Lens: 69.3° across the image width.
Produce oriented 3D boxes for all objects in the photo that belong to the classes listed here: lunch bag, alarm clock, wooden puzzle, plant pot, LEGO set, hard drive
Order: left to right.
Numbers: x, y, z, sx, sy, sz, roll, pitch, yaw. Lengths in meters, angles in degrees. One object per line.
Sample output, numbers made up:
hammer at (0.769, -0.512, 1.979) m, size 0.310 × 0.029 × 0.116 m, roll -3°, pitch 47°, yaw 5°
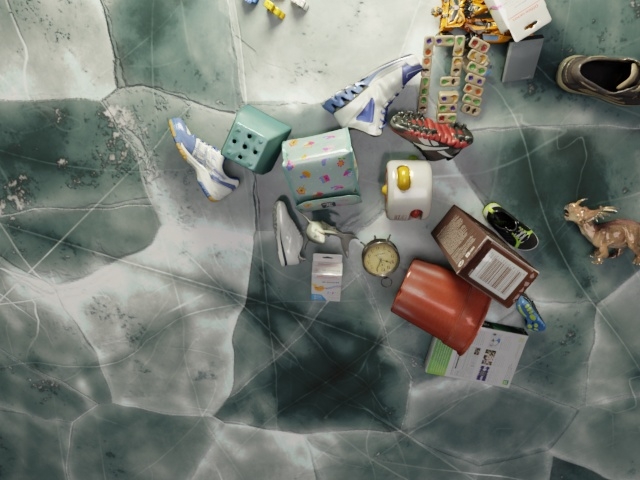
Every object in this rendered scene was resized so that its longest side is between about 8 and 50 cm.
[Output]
plant pot at (-0.207, -0.298, 1.412) m, size 0.165 × 0.234 × 0.165 m, roll 27°, pitch 108°, yaw -7°
LEGO set at (-0.153, -0.712, 1.346) m, size 0.227 × 0.093 × 0.087 m, roll 28°, pitch 108°, yaw -7°
lunch bag at (0.010, -0.195, 1.468) m, size 0.223 × 0.160 × 0.262 m, roll -10°, pitch 135°, yaw 4°
alarm clock at (0.212, 0.076, 1.605) m, size 0.129 × 0.064 × 0.192 m, roll -13°, pitch 105°, yaw 7°
plant pot at (0.391, 0.200, 1.536) m, size 0.265 × 0.272 × 0.272 m, roll 24°, pitch 109°, yaw 11°
wooden puzzle at (0.468, -0.548, 1.413) m, size 0.078 × 0.014 × 0.116 m, roll -29°, pitch 105°, yaw 16°
hard drive at (0.594, -0.535, 1.368) m, size 0.094 × 0.022 × 0.135 m, roll -6°, pitch 145°, yaw 5°

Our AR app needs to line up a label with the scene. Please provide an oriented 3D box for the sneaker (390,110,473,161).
sneaker at (0.328, -0.311, 1.428) m, size 0.276 × 0.097 × 0.135 m, roll 9°, pitch 142°, yaw -20°

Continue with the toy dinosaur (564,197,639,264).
toy dinosaur at (0.961, -0.030, 1.508) m, size 0.295 × 0.127 × 0.200 m, roll 3°, pitch 102°, yaw -4°

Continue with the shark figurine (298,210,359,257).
shark figurine at (-0.001, -0.008, 1.532) m, size 0.166 × 0.278 × 0.116 m, roll 37°, pitch 104°, yaw 25°

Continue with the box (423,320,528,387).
box at (0.566, 0.405, 1.703) m, size 0.322 × 0.058 × 0.232 m, roll 11°, pitch 108°, yaw -2°

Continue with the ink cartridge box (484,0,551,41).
ink cartridge box at (0.525, -0.650, 1.258) m, size 0.115 × 0.067 × 0.198 m, roll -30°, pitch 99°, yaw 9°

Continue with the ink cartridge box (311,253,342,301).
ink cartridge box at (0.021, 0.129, 1.596) m, size 0.104 × 0.061 × 0.181 m, roll 3°, pitch 134°, yaw 2°

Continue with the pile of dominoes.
pile of dominoes at (0.399, -0.478, 1.384) m, size 0.196 × 0.040 × 0.251 m, roll 0°, pitch 127°, yaw 4°

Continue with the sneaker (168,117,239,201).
sneaker at (-0.375, -0.278, 1.508) m, size 0.131 × 0.112 × 0.296 m, roll -30°, pitch 110°, yaw -2°

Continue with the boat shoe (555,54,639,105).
boat shoe at (0.885, -0.465, 1.357) m, size 0.355 × 0.130 × 0.132 m, roll 5°, pitch 109°, yaw 1°

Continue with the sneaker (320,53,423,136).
sneaker at (0.178, -0.424, 1.420) m, size 0.315 × 0.127 × 0.182 m, roll -25°, pitch 109°, yaw 18°

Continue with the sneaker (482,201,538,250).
sneaker at (0.629, -0.034, 1.530) m, size 0.234 × 0.097 × 0.084 m, roll 35°, pitch 107°, yaw -9°

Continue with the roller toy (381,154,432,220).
roller toy at (0.267, -0.157, 1.455) m, size 0.146 × 0.209 × 0.191 m, roll 0°, pitch 114°, yaw 4°

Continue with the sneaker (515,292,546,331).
sneaker at (0.746, 0.257, 1.635) m, size 0.067 × 0.078 × 0.188 m, roll -16°, pitch 124°, yaw 38°

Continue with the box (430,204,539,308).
box at (0.483, 0.033, 1.411) m, size 0.191 × 0.381 × 0.143 m, roll 33°, pitch 104°, yaw -9°

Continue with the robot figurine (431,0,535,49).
robot figurine at (0.469, -0.663, 1.334) m, size 0.291 × 0.085 × 0.211 m, roll 1°, pitch 103°, yaw 2°

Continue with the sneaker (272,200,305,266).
sneaker at (-0.110, -0.027, 1.586) m, size 0.095 × 0.090 × 0.235 m, roll -9°, pitch 112°, yaw -7°
